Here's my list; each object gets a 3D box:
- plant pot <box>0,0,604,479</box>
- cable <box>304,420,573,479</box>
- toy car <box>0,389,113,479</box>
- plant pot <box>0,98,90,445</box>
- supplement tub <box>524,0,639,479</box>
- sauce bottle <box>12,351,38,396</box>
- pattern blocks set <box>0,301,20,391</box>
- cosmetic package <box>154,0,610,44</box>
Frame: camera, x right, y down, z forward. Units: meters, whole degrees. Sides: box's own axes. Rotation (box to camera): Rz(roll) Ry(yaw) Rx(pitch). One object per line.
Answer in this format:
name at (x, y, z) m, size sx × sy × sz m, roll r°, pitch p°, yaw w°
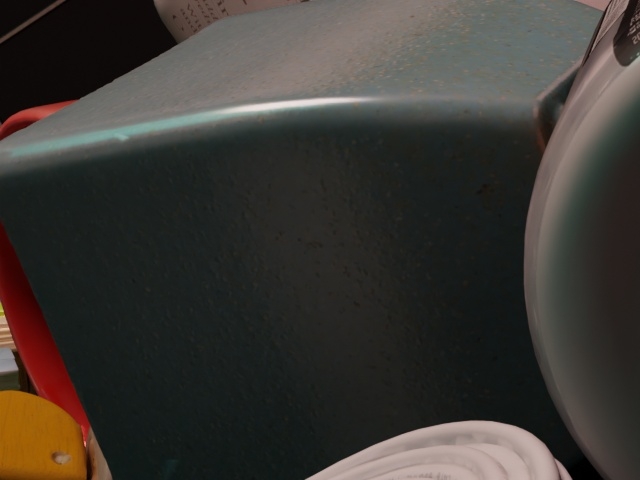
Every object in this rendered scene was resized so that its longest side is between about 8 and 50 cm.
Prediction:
plant pot at (0.042, 0.004, 0.817) m, size 0.252 × 0.247 × 0.248 m, roll -13°, pitch 16°, yaw 32°
cable at (-0.014, 0.158, 0.525) m, size 0.257 × 0.089 × 0.257 m, roll -28°, pitch 8°, yaw 19°
toy car at (-0.180, 0.173, 0.969) m, size 0.182 × 0.159 × 0.136 m, roll -112°, pitch 36°, yaw -60°
plant pot at (-0.050, 0.011, 1.100) m, size 0.243 × 0.275 × 0.275 m, roll -23°, pitch 2°, yaw -31°
supplement tub at (0.180, -0.026, 0.585) m, size 0.193 × 0.193 × 0.316 m, roll -28°, pitch 7°, yaw 19°
sauce bottle at (-0.202, 0.088, 1.450) m, size 0.344 × 0.111 × 0.111 m, roll -13°, pitch -4°, yaw -34°
pattern blocks set at (-0.236, 0.042, 1.373) m, size 0.285 × 0.026 × 0.325 m, roll -10°, pitch 23°, yaw -26°
cosmetic package at (0.103, -0.194, 1.518) m, size 0.327 × 0.329 × 0.394 m, roll -32°, pitch 6°, yaw -19°
